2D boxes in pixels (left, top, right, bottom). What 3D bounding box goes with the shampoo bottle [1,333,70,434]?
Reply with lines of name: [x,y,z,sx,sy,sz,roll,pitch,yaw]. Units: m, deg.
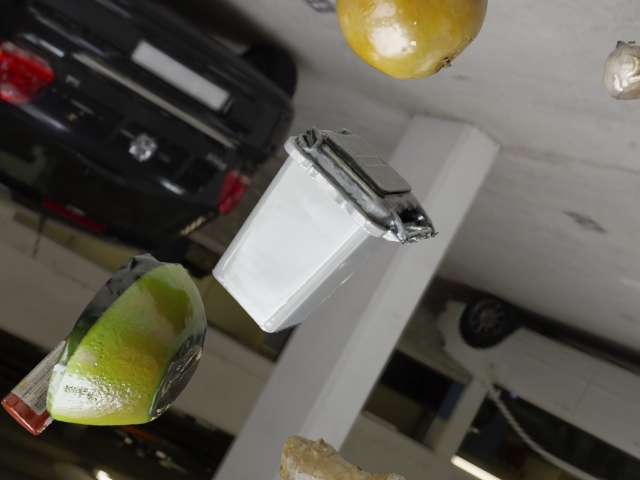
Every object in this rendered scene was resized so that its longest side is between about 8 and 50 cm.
shampoo bottle: [-0.530,0.272,2.025,0.104,0.278,0.104,35,155,19]

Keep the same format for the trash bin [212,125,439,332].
trash bin: [0.000,0.000,1.844,0.296,0.367,0.256,45,-160,13]

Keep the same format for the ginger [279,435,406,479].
ginger: [0.040,0.403,1.658,0.294,0.131,0.086,-5,-170,46]

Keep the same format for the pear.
pear: [-0.346,0.224,1.908,0.165,0.399,0.399,30,172,11]

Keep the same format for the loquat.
loquat: [0.153,-0.405,1.640,0.263,0.263,0.263,28,172,4]

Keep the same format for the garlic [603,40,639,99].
garlic: [0.414,-0.214,1.278,0.084,0.066,0.152,22,-178,12]
